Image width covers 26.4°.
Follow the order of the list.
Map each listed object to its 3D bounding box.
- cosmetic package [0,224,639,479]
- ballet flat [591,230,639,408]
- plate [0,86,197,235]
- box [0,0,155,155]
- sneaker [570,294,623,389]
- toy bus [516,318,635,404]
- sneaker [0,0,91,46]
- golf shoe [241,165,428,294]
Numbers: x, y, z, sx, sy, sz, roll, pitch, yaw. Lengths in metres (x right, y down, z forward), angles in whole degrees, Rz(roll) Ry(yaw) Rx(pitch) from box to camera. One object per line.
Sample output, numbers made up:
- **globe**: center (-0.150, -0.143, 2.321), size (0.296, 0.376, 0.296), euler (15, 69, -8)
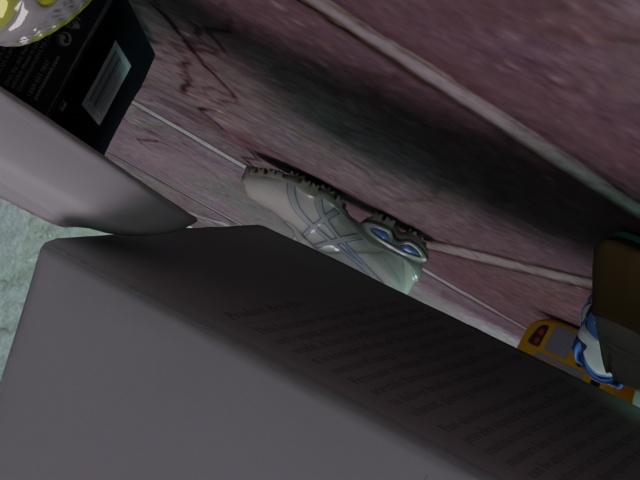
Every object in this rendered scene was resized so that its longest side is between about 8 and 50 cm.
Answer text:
- **cosmetic package**: center (0.065, 0.151, 0.735), size (0.453, 0.161, 0.230), euler (26, -166, 25)
- **ballet flat**: center (0.203, 0.065, 0.793), size (0.080, 0.073, 0.232), euler (27, 175, 35)
- **plate**: center (-0.241, -0.086, 0.732), size (0.278, 0.045, 0.277), euler (23, 173, 43)
- **box**: center (-0.197, -0.128, 0.821), size (0.158, 0.093, 0.156), euler (26, 174, 3)
- **sneaker**: center (0.200, 0.071, 0.951), size (0.053, 0.059, 0.144), euler (24, 175, 14)
- **toy bus**: center (0.306, 0.189, 1.295), size (0.130, 0.108, 0.333), euler (23, 174, 43)
- **sneaker**: center (-0.171, -0.158, 0.578), size (0.240, 0.091, 0.126), euler (21, 153, 55)
- **golf shoe**: center (0.000, 0.000, 1.140), size (0.176, 0.086, 0.069), euler (28, 177, 14)
